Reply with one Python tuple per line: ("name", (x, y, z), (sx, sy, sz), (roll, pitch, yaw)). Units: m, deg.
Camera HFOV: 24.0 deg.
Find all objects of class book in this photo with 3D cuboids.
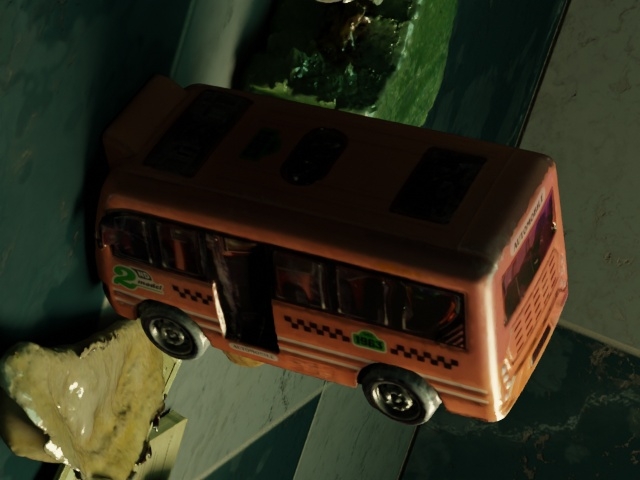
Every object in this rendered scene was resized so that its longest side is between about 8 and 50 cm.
("book", (-0.249, 0.329, 1.724), (0.282, 0.025, 0.215), (-25, 136, -68))

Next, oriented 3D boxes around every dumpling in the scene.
("dumpling", (-0.231, 0.164, 1.436), (0.332, 0.086, 0.166), (-5, 90, -71))

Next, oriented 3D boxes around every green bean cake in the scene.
("green bean cake", (0.038, -0.231, 1.666), (0.300, 0.169, 0.308), (-52, 157, -51))

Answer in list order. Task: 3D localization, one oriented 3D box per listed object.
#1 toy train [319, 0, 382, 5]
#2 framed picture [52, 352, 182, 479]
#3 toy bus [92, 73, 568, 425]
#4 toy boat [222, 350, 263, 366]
("toy train", (0.012, -0.373, 1.396), (0.307, 0.173, 0.249), (80, 26, -62))
("framed picture", (-0.218, 0.198, 1.617), (0.173, 0.010, 0.231), (65, 44, -63))
("toy bus", (0.000, 0.000, 1.384), (0.203, 0.427, 0.233), (-56, 149, -39))
("toy boat", (-0.088, 0.085, 1.810), (0.310, 0.089, 0.115), (75, 31, -66))
